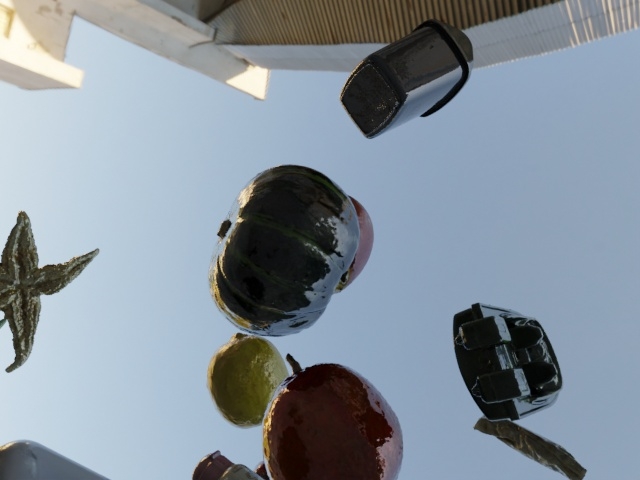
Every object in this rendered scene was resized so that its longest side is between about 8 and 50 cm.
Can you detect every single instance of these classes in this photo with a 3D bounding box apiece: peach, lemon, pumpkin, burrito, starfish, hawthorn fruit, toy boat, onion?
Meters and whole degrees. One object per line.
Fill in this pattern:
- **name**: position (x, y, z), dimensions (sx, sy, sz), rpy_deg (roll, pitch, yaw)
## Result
- **peach**: position (0.000, -0.006, 1.497), dimensions (0.406, 0.335, 0.310), rpy_deg (-56, -171, 53)
- **lemon**: position (-0.224, 0.435, 1.376), dimensions (0.260, 0.260, 0.284), rpy_deg (5, -79, 38)
- **pumpkin**: position (-0.073, 0.019, 0.822), dimensions (0.323, 0.241, 0.323), rpy_deg (-55, -165, 22)
- **burrito**: position (0.433, 0.422, 0.921), dimensions (0.229, 0.063, 0.058), rpy_deg (11, -108, 50)
- **starfish**: position (-0.172, 0.028, 0.254), dimensions (0.016, 0.086, 0.092), rpy_deg (-14, -98, 57)
- **hawthorn fruit**: position (0.004, 0.281, 0.670), dimensions (0.205, 0.205, 0.253), rpy_deg (-48, -115, 22)
- **toy boat**: position (0.291, 0.168, 0.634), dimensions (0.092, 0.319, 0.141), rpy_deg (-28, -117, 32)
- **onion**: position (-0.126, 0.726, 1.343), dimensions (0.140, 0.150, 0.150), rpy_deg (-33, -120, -1)

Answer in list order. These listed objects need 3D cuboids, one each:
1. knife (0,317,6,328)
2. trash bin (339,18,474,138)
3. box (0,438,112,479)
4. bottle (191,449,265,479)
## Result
- **knife**: position (-0.709, 0.228, 0.865), dimensions (0.030, 0.207, 0.014), rpy_deg (28, -40, 9)
- **trash bin**: position (0.203, -0.367, 1.015), dimensions (0.182, 0.290, 0.209), rpy_deg (56, -30, 0)
- **box**: position (-0.277, 0.341, 0.475), dimensions (0.106, 0.337, 0.264), rpy_deg (-41, -145, -8)
- **bottle**: position (-0.177, 0.574, 0.985), dimensions (0.253, 0.120, 0.120), rpy_deg (24, -82, 24)
